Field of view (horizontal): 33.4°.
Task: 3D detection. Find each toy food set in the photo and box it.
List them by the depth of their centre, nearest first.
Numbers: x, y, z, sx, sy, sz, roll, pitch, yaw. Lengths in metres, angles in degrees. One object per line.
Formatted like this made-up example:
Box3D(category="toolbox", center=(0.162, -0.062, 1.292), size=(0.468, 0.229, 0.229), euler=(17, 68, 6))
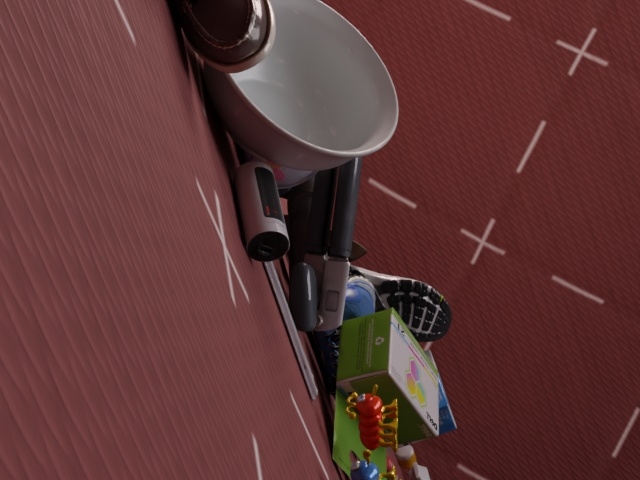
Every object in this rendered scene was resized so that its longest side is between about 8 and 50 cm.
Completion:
Box3D(category="toy food set", center=(0.160, 0.483, 2.088), size=(0.232, 0.111, 0.104), euler=(-100, 173, -50))

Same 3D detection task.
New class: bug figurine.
Box3D(category="bug figurine", center=(0.071, 0.333, 1.442), size=(0.279, 0.072, 0.216), euler=(-75, 161, -72))

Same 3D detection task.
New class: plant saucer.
Box3D(category="plant saucer", center=(0.000, 0.000, 1.886), size=(0.168, 0.168, 0.029), euler=(61, 51, -75))

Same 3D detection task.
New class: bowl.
Box3D(category="bowl", center=(-0.048, -0.201, 1.468), size=(0.134, 0.298, 0.297), euler=(-46, -131, 42))

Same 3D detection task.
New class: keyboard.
Box3D(category="keyboard", center=(-0.049, 0.099, 1.487), size=(0.072, 0.014, 0.256), euler=(-115, -173, -73))

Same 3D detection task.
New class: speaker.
Box3D(category="speaker", center=(-0.076, -0.037, 1.344), size=(0.055, 0.055, 0.136), euler=(70, 5, -45))

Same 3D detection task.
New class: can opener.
Box3D(category="can opener", center=(0.007, -0.001, 1.607), size=(0.095, 0.076, 0.283), euler=(16, 80, -72))

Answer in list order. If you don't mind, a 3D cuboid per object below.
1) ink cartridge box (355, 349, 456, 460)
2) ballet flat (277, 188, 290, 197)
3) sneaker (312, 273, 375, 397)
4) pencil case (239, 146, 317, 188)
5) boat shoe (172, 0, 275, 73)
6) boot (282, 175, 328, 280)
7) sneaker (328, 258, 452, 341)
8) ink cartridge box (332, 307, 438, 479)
Box3D(category="ink cartridge box", center=(0.135, 0.301, 1.945), size=(0.139, 0.191, 0.082), euler=(-105, 175, -46))
Box3D(category="ballet flat", center=(-0.087, -0.135, 1.753), size=(0.057, 0.049, 0.173), euler=(69, 4, -56))
Box3D(category="sneaker", center=(0.056, 0.181, 1.804), size=(0.330, 0.130, 0.147), euler=(69, 2, -52))
Box3D(category="pencil case", center=(-0.080, -0.213, 1.636), size=(0.113, 0.124, 0.273), euler=(67, 7, -63))
Box3D(category="boat shoe", center=(-0.144, -0.341, 1.340), size=(0.096, 0.117, 0.324), euler=(61, 7, -52))
Box3D(category="boot", center=(-0.036, -0.025, 1.759), size=(0.190, 0.076, 0.208), euler=(146, -64, -70))
Box3D(category="sneaker", center=(0.101, 0.102, 1.962), size=(0.121, 0.300, 0.111), euler=(-162, -86, -80))
Box3D(category="ink cartridge box", center=(0.105, 0.265, 1.647), size=(0.189, 0.097, 0.255), euler=(54, 28, -38))
